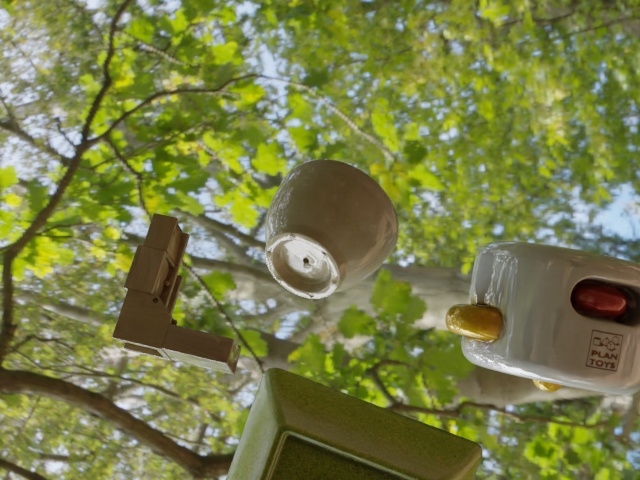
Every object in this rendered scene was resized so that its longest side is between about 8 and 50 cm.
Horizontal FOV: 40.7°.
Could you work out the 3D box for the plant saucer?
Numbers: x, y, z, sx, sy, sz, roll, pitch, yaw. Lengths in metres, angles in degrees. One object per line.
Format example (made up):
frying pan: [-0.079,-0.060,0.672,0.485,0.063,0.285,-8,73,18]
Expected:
plant saucer: [0.011,0.221,0.682,0.188,0.045,0.188,20,-85,4]

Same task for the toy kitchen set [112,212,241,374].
toy kitchen set: [-0.080,0.039,0.557,0.075,0.068,0.083,12,-109,7]

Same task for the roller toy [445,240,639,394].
roller toy: [0.248,0.086,0.904,0.209,0.191,0.146,17,-97,-59]

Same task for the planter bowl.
planter bowl: [0.000,0.000,1.023,0.162,0.162,0.109,58,-140,-21]
